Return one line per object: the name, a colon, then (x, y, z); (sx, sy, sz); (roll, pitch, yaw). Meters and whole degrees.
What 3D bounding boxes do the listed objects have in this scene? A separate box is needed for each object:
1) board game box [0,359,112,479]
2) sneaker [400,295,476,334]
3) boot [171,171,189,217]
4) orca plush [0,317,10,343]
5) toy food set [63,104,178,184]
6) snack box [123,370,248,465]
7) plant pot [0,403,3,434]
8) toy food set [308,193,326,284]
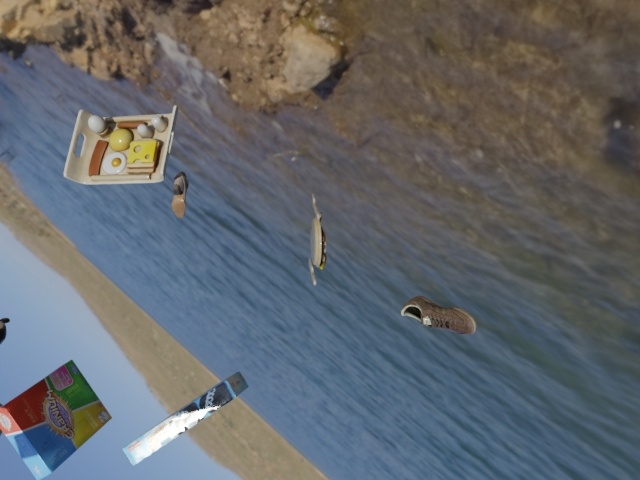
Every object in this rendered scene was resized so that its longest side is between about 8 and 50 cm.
board game box: (-0.815, 0.542, 1.928); (0.242, 0.064, 0.316); (57, -160, -5)
sneaker: (0.273, 0.188, 1.470); (0.188, 0.071, 0.066); (17, 124, 45)
boot: (-0.402, -0.137, 1.816); (0.042, 0.087, 0.118); (7, 129, 2)
orca plush: (-1.104, 0.328, 2.052); (0.287, 0.151, 0.102); (-7, 105, 30)
toy food set: (-0.556, -0.276, 1.757); (0.306, 0.219, 0.092); (0, 160, 15)
snack box: (-0.355, 0.474, 1.692); (0.060, 0.322, 0.187); (56, 180, 6)
plant pot: (-1.305, 0.637, 2.260); (0.293, 0.274, 0.275); (26, 175, -32)
toy food set: (0.000, 0.000, 1.481); (0.132, 0.039, 0.192); (-106, 17, -62)
